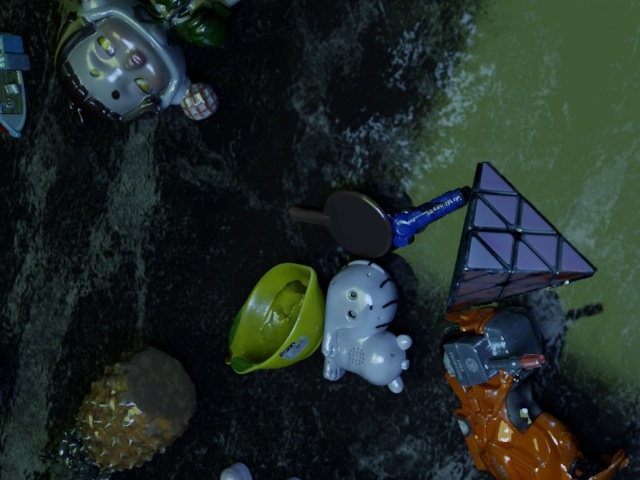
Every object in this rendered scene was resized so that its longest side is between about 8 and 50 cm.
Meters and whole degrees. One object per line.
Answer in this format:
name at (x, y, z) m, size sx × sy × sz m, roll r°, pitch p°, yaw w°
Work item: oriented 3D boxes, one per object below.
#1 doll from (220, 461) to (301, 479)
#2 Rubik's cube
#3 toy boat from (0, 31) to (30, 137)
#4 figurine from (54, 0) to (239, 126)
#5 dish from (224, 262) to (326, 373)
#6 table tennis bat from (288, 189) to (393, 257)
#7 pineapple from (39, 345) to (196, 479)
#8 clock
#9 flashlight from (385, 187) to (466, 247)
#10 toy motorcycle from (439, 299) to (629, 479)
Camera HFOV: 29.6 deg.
doll at (-0.081, 0.421, 1.794) m, size 0.161 × 0.059 × 0.160 m, roll 11°, pitch 103°, yaw 23°
Rubik's cube at (0.250, -0.019, 1.577) m, size 0.190 × 0.211 × 0.178 m, roll -3°, pitch 74°, yaw -5°
toy boat at (-0.485, -0.244, 1.878) m, size 0.059 × 0.069 × 0.173 m, roll -3°, pitch 92°, yaw 34°
figurine at (-0.229, -0.298, 1.700) m, size 0.370 × 0.167 × 0.281 m, roll -37°, pitch 111°, yaw 17°
dish at (-0.046, 0.119, 1.698) m, size 0.207 × 0.080 × 0.149 m, roll -46°, pitch 35°, yaw 31°
table tennis bat at (0.000, 0.000, 1.642) m, size 0.170 × 0.119 × 0.107 m, roll 10°, pitch 128°, yaw 36°
pineapple at (-0.332, 0.307, 1.851) m, size 0.340 × 0.169 × 0.169 m, roll -44°, pitch 79°, yaw 32°
clock at (0.071, 0.116, 1.661) m, size 0.117 × 0.080 × 0.176 m, roll 9°, pitch 102°, yaw 22°
flashlight at (0.140, -0.037, 1.630) m, size 0.121 × 0.035 × 0.057 m, roll -28°, pitch 110°, yaw 23°
toy motorcycle at (0.268, 0.236, 1.553) m, size 0.221 × 0.148 × 0.325 m, roll -14°, pitch 101°, yaw 50°
